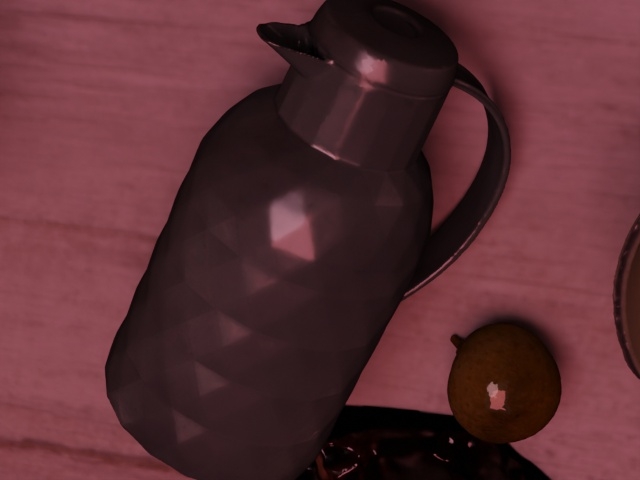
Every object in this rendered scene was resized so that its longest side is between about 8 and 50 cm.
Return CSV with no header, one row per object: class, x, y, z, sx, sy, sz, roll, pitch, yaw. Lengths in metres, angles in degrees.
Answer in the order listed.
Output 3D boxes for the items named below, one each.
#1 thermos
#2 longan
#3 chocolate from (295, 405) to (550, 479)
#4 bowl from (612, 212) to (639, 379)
thermos,0.000,0.000,0.834,0.182,0.145,0.286,9,126,-29
longan,0.107,0.085,0.899,0.083,0.075,0.075,41,132,39
chocolate,0.054,0.243,0.934,0.224,0.177,0.206,42,120,-13
bowl,0.263,0.008,0.784,0.211,0.112,0.211,6,120,9
